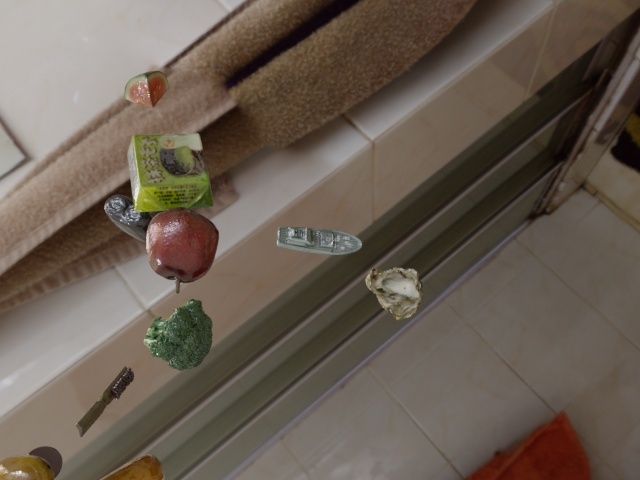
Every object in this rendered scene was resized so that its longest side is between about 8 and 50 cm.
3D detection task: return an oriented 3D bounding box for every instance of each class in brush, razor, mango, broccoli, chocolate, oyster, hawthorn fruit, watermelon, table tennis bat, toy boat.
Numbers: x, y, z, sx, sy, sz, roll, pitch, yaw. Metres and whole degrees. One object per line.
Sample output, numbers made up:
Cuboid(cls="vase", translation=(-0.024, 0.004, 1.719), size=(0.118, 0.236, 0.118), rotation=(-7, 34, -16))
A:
Cuboid(cls="brush", translation=(-0.546, 0.406, 1.510), size=(0.248, 0.036, 0.043), rotation=(-63, -44, -67))
Cuboid(cls="razor", translation=(-0.746, -0.067, 2.422), size=(0.204, 0.113, 0.349), rotation=(27, 167, 11))
Cuboid(cls="mango", translation=(-0.731, 0.581, 1.386), size=(0.136, 0.227, 0.099), rotation=(64, -162, 1))
Cuboid(cls="broccoli", translation=(-0.512, 0.339, 2.132), size=(0.294, 0.245, 0.265), rotation=(88, -172, -88))
Cuboid(cls="chocolate", translation=(-0.565, -0.264, 2.211), size=(0.137, 0.289, 0.300), rotation=(111, 147, -52))
Cuboid(cls="oyster", translation=(0.232, 0.166, 1.774), size=(0.294, 0.166, 0.094), rotation=(-98, -13, -63))
Cuboid(cls="hawthorn fruit", translation=(-0.406, 0.029, 1.709), size=(0.215, 0.249, 0.215), rotation=(10, 173, 1))
Cuboid(cls="watermelon", translation=(-0.476, -0.412, 1.613), size=(0.135, 0.125, 0.094), rotation=(150, 107, -75))
Cuboid(cls="table tennis bat", translation=(-0.793, 0.632, 1.628), size=(0.107, 0.170, 0.119), rotation=(25, 136, 0))
Cuboid(cls="toy boat", translation=(0.000, 0.000, 1.742), size=(0.085, 0.261, 0.078), rotation=(130, 145, -65))

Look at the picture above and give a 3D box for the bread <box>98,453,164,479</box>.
Cuboid(cls="bread", translation=(-0.591, 0.773, 1.590), size=(0.329, 0.424, 0.245), rotation=(-32, 86, 39))
